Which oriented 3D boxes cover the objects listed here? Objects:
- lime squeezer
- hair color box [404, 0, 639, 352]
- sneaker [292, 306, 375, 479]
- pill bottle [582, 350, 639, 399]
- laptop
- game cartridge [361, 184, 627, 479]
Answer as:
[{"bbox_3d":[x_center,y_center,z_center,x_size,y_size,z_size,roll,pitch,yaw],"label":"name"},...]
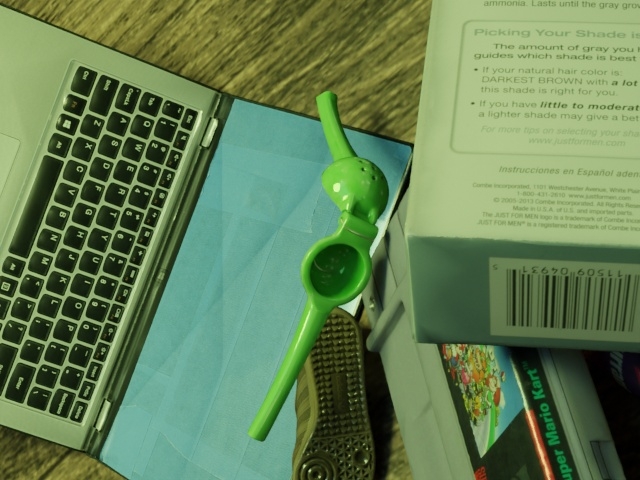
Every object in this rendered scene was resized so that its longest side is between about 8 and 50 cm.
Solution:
[{"bbox_3d":[0.000,0.000,1.034,0.110,0.059,0.310,-11,59,40],"label":"lime squeezer"},{"bbox_3d":[0.164,-0.112,0.852,0.185,0.114,0.374,3,53,9],"label":"hair color box"},{"bbox_3d":[0.010,0.147,1.079,0.071,0.066,0.188,-163,78,-83],"label":"sneaker"},{"bbox_3d":[0.240,0.062,0.855,0.193,0.108,0.108,37,101,43],"label":"pill bottle"},{"bbox_3d":[-0.190,0.019,1.187,0.236,0.407,0.382,-166,97,-78],"label":"laptop"},{"bbox_3d":[0.112,0.120,0.913,0.230,0.068,0.355,108,152,-56],"label":"game cartridge"}]
